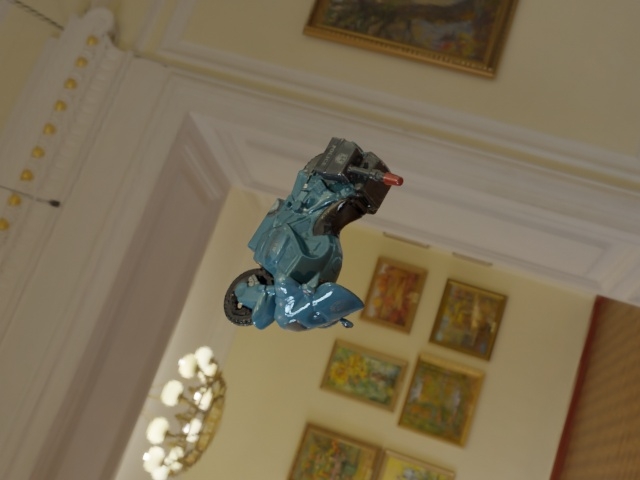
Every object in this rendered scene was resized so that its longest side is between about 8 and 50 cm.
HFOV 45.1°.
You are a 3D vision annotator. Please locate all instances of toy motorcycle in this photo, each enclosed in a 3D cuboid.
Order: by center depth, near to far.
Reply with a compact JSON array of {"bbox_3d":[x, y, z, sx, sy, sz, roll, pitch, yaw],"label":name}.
[{"bbox_3d":[0.000,0.000,0.929,0.272,0.182,0.123,-60,-41,-13],"label":"toy motorcycle"}]
